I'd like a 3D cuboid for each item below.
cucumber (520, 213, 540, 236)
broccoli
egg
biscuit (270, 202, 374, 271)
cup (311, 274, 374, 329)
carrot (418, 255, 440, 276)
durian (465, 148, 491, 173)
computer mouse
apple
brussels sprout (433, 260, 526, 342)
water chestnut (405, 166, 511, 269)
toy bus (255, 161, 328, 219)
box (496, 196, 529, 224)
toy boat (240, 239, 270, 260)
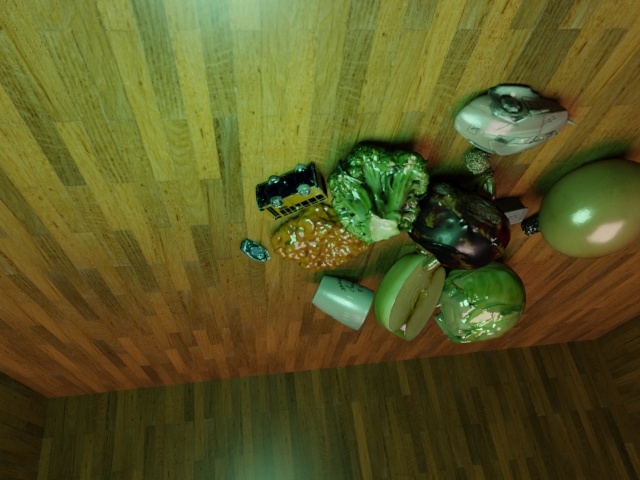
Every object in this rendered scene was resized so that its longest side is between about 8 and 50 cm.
[{"bbox_3d":[0.903,-0.109,1.811,0.067,0.067,0.293,16,142,-36],"label":"cucumber"},{"bbox_3d":[0.175,-0.119,1.386,0.304,0.283,0.321,-12,130,9],"label":"broccoli"},{"bbox_3d":[0.913,-0.103,1.581,0.301,0.301,0.374,18,139,-39],"label":"egg"},{"bbox_3d":[0.000,0.000,1.713,0.318,0.110,0.312,19,142,-39],"label":"biscuit"},{"bbox_3d":[0.098,0.245,2.101,0.234,0.258,0.186,25,107,2],"label":"cup"},{"bbox_3d":[0.496,0.047,1.856,0.298,0.078,0.078,-37,144,11],"label":"carrot"},{"bbox_3d":[0.483,-0.245,1.457,0.091,0.080,0.080,-33,146,9],"label":"durian"},{"bbox_3d":[0.548,-0.308,1.319,0.389,0.115,0.199,2,152,-17],"label":"computer mouse"},{"bbox_3d":[0.387,0.229,2.006,0.312,0.360,0.320,30,173,-7],"label":"apple"},{"bbox_3d":[0.726,0.265,2.134,0.361,0.342,0.425,-11,169,-15],"label":"brussels sprout"},{"bbox_3d":[0.458,-0.080,1.542,0.335,0.335,0.347,34,86,-50],"label":"water chestnut"},{"bbox_3d":[-0.087,-0.145,1.450,0.201,0.098,0.114,-21,148,18],"label":"toy bus"},{"bbox_3d":[0.678,-0.104,1.734,0.122,0.069,0.084,-12,144,-11],"label":"box"},{"bbox_3d":[-0.236,0.040,1.767,0.061,0.060,0.137,-1,154,33],"label":"toy boat"}]
